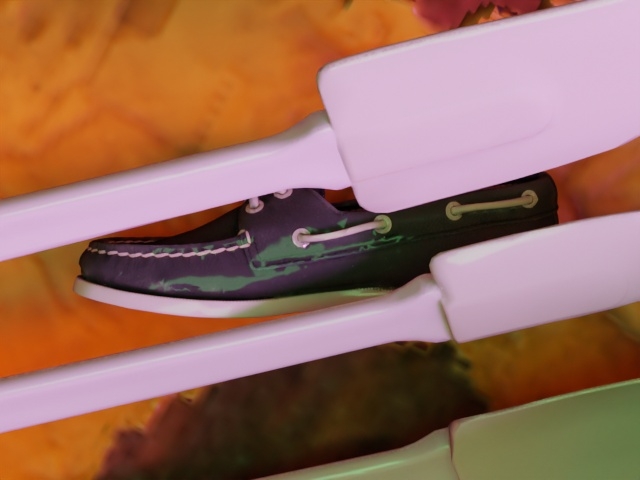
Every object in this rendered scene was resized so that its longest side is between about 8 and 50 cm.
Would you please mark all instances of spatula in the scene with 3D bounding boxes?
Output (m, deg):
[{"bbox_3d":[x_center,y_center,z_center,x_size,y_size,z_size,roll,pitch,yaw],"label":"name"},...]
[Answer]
[{"bbox_3d":[-0.015,0.031,0.461,0.242,0.019,0.168,-15,137,6],"label":"spatula"}]

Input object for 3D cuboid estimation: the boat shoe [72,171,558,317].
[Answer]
[{"bbox_3d":[0.000,0.000,0.483,0.125,0.046,0.038,0,99,-1],"label":"boat shoe"}]
